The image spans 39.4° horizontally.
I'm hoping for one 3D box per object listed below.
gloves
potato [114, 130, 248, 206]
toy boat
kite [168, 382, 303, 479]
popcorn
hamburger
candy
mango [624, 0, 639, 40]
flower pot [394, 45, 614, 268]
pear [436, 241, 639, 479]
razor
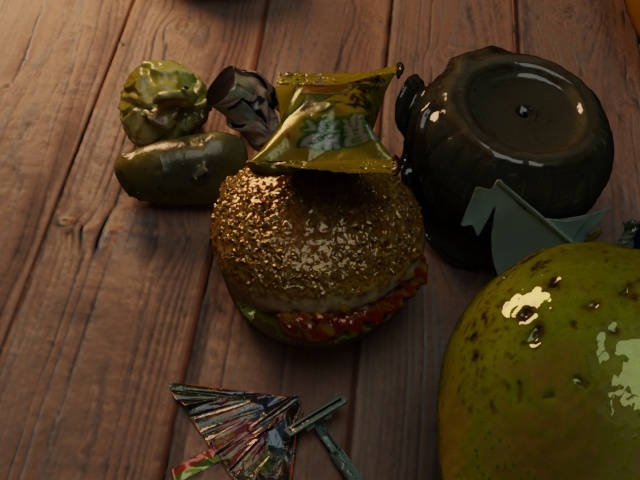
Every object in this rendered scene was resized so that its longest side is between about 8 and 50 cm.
[{"bbox_3d":[-0.062,-0.171,1.305,0.111,0.212,0.128,-56,32,-5],"label":"gloves"},{"bbox_3d":[-0.195,-0.099,1.258,0.188,0.105,0.085,-3,9,-3],"label":"potato"},{"bbox_3d":[0.293,0.024,1.115,0.291,0.220,0.067,34,7,-27],"label":"toy boat"},{"bbox_3d":[-0.091,0.243,1.061,0.183,0.014,0.241,-26,60,-22],"label":"kite"},{"bbox_3d":[-0.233,-0.198,1.313,0.141,0.162,0.135,-38,96,11],"label":"popcorn"},{"bbox_3d":[0.000,0.000,1.150,0.276,0.179,0.294,-23,58,-20],"label":"hamburger"},{"bbox_3d":[0.015,-0.155,1.137,0.187,0.081,0.297,-2,32,10],"label":"candy"},{"bbox_3d":[0.659,-0.429,1.519,0.300,0.232,0.445,11,58,-2],"label":"mango"},{"bbox_3d":[0.244,-0.122,1.246,0.302,0.213,0.301,3,52,-4],"label":"flower pot"},{"bbox_3d":[0.297,0.202,0.921,0.391,0.391,0.390,3,52,-3],"label":"pear"},{"bbox_3d":[0.045,0.285,1.032,0.084,0.036,0.211,-28,65,-16],"label":"razor"}]
